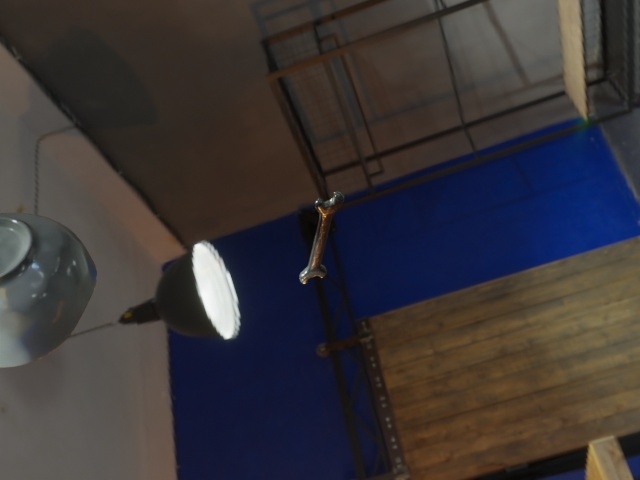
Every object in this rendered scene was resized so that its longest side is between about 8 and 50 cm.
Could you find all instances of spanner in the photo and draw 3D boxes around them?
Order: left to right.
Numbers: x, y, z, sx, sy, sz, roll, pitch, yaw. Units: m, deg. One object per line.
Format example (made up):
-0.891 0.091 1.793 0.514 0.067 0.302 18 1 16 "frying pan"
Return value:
0.000 0.000 1.272 0.254 0.054 0.015 104 151 -52 "spanner"

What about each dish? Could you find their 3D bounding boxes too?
-0.460 0.050 1.044 0.117 0.256 0.256 89 173 -47 "dish"
